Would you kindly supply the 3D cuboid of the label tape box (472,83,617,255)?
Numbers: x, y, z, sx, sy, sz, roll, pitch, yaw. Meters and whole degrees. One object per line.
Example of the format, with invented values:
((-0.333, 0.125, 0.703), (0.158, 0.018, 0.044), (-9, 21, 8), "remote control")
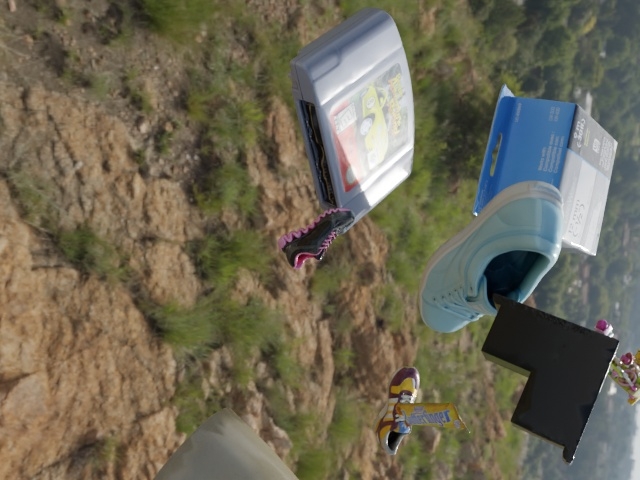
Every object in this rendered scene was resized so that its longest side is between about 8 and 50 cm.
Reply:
((0.444, -0.125, 1.224), (0.348, 0.115, 0.249), (17, 85, -48), "label tape box")

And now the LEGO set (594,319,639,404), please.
((0.610, 0.235, 1.168), (0.107, 0.287, 0.132), (43, 74, -37), "LEGO set")

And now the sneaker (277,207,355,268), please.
((0.000, 0.000, 0.877), (0.047, 0.119, 0.057), (36, 28, -56), "sneaker")

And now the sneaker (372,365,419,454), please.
((0.168, 0.350, 1.306), (0.084, 0.070, 0.185), (-125, -133, -63), "sneaker")

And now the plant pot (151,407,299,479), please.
((-0.087, 0.404, 0.824), (0.256, 0.274, 0.256), (-54, 167, -19), "plant pot")

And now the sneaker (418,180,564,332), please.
((0.249, 0.069, 1.007), (0.365, 0.135, 0.150), (114, -4, -48), "sneaker")

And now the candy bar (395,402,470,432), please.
((0.144, 0.229, 0.829), (0.018, 0.161, 0.040), (-32, 89, -24), "candy bar")

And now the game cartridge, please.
((0.059, -0.172, 0.931), (0.196, 0.060, 0.294), (-45, 140, -29), "game cartridge")

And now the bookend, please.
((0.265, 0.171, 0.794), (0.157, 0.156, 0.072), (-64, 153, -11), "bookend")
